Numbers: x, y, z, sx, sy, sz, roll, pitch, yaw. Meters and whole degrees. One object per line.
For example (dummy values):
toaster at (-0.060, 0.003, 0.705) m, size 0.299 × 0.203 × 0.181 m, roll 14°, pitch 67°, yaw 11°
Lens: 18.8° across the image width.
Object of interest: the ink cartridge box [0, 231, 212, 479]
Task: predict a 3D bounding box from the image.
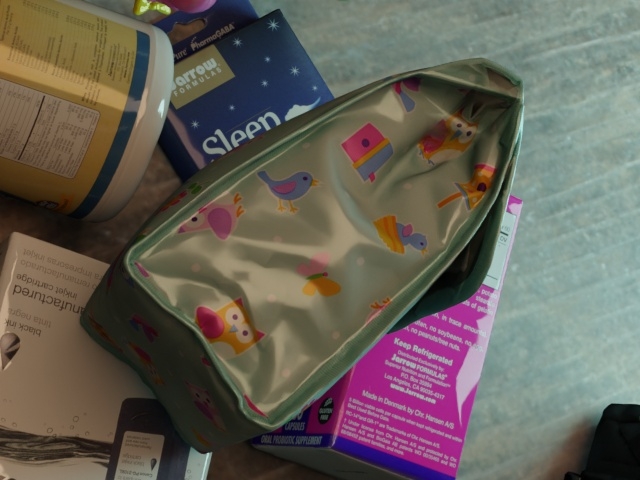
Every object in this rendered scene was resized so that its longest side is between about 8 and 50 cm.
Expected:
ink cartridge box at (-0.167, 0.140, 1.275) m, size 0.172 × 0.100 × 0.237 m, roll 20°, pitch 66°, yaw -19°

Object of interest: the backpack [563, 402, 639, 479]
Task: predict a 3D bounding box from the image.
backpack at (0.355, 0.247, 1.357) m, size 0.273 × 0.355 × 0.290 m, roll 22°, pitch 65°, yaw -20°

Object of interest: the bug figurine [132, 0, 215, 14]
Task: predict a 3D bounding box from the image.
bug figurine at (-0.078, -0.203, 1.378) m, size 0.279 × 0.216 × 0.072 m, roll -6°, pitch 109°, yaw -29°

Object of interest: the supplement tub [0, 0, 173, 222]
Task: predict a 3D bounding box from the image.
supplement tub at (-0.214, -0.105, 1.301) m, size 0.199 × 0.144 × 0.144 m, roll 18°, pitch 67°, yaw -20°

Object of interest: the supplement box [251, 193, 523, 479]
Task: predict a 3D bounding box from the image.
supplement box at (0.048, 0.058, 1.377) m, size 0.114 × 0.111 × 0.220 m, roll 24°, pitch 73°, yaw -28°

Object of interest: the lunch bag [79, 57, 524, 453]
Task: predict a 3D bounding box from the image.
lunch bag at (0.000, 0.000, 1.192) m, size 0.262 × 0.223 × 0.160 m, roll -40°, pitch 91°, yaw -18°

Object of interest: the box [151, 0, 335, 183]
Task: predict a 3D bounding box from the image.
box at (-0.047, -0.078, 1.440) m, size 0.136 × 0.036 × 0.225 m, roll -33°, pitch 89°, yaw -30°
